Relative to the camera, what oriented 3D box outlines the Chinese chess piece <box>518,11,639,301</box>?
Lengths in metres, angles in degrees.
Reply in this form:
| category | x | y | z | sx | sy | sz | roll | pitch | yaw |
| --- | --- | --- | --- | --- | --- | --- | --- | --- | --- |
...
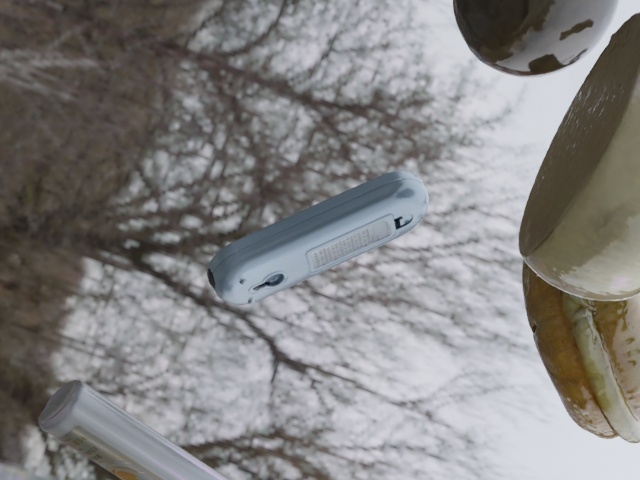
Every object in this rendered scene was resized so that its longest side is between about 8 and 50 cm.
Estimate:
| category | x | y | z | sx | sy | sz | roll | pitch | yaw |
| --- | --- | --- | --- | --- | --- | --- | --- | --- | --- |
| Chinese chess piece | 0.276 | -0.075 | 1.139 | 0.273 | 0.102 | 0.273 | -155 | -90 | -88 |

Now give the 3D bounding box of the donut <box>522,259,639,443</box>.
| category | x | y | z | sx | sy | sz | roll | pitch | yaw |
| --- | --- | --- | --- | --- | --- | --- | --- | --- | --- |
| donut | 0.486 | 0.142 | 2.212 | 0.198 | 0.449 | 0.448 | -19 | -142 | 19 |

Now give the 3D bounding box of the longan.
| category | x | y | z | sx | sy | sz | roll | pitch | yaw |
| --- | --- | --- | --- | --- | --- | --- | --- | --- | --- |
| longan | 0.329 | -0.372 | 1.933 | 0.258 | 0.258 | 0.258 | -160 | -90 | -76 |

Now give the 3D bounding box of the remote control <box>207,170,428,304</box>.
| category | x | y | z | sx | sy | sz | roll | pitch | yaw |
| --- | --- | --- | --- | --- | --- | --- | --- | --- | --- |
| remote control | 0.000 | 0.000 | 1.310 | 0.087 | 0.244 | 0.047 | 73 | -9 | -62 |

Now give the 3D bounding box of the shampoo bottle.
| category | x | y | z | sx | sy | sz | roll | pitch | yaw |
| --- | --- | --- | --- | --- | --- | --- | --- | --- | --- |
| shampoo bottle | -0.171 | 0.223 | 1.273 | 0.086 | 0.227 | 0.055 | -23 | -146 | 55 |
